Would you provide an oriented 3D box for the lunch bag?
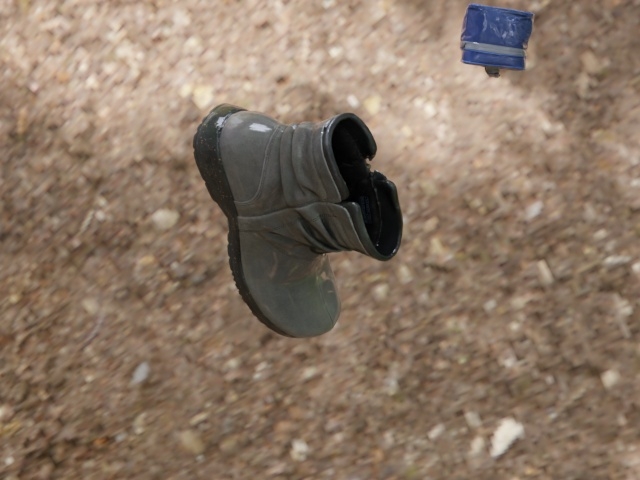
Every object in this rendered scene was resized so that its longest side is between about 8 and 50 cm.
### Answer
[{"bbox_3d":[0.167,-0.190,1.605,0.067,0.098,0.065,10,95,5],"label":"lunch bag"}]

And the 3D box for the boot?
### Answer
[{"bbox_3d":[0.000,0.000,1.870,0.118,0.223,0.338,-51,133,-29],"label":"boot"}]
